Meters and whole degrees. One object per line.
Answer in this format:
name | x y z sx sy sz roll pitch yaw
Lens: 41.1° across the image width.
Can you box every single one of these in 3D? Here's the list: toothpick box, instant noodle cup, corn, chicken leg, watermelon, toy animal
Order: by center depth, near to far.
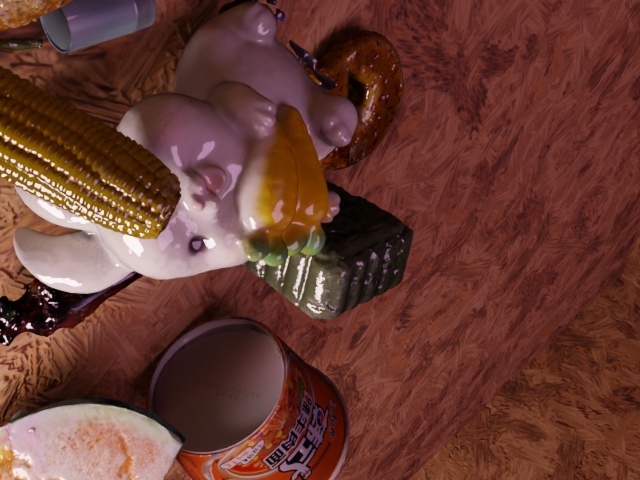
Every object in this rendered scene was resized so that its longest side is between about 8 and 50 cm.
corn | -0.211 -0.073 0.643 0.080 0.231 0.080 -62 -178 3
toothpick box | -0.186 -0.193 0.716 0.083 0.052 0.052 -31 145 -34
toy animal | -0.117 -0.076 0.781 0.310 0.247 0.183 -54 139 -32
chicken leg | -0.227 0.033 0.872 0.234 0.105 0.063 -36 107 -25
watermelon | -0.312 0.273 0.986 0.322 0.175 0.188 -28 -177 -9
instant noodle cup | -0.105 0.233 1.147 0.250 0.250 0.192 -46 143 -13

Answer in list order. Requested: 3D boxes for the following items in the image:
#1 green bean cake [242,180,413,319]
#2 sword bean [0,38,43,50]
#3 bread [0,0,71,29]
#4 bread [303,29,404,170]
green bean cake | 0.000 0.000 1.081 0.183 0.185 0.094 -23 135 -46
sword bean | -0.259 -0.159 0.688 0.083 0.012 0.012 -14 134 -52
bread | -0.208 -0.248 0.464 0.305 0.159 0.305 -18 137 -18
bread | 0.030 -0.172 1.061 0.193 0.064 0.193 -32 140 -32
